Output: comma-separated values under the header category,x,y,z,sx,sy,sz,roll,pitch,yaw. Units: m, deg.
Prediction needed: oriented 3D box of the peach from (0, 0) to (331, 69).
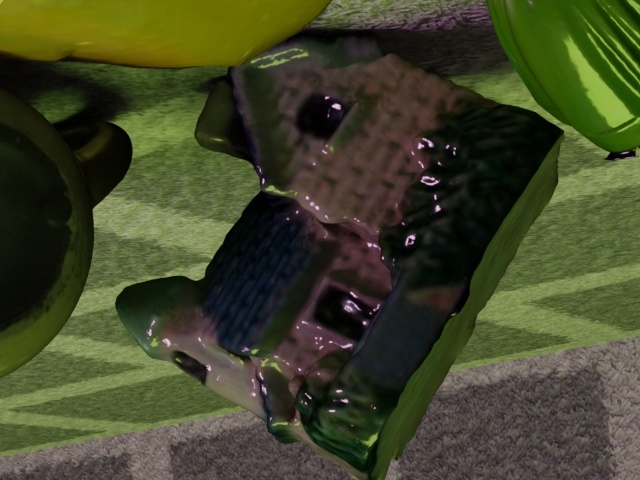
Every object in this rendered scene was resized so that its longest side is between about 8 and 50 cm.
category,x,y,z,sx,sy,sz,roll,pitch,yaw
peach,-0.049,-0.212,0.519,0.306,0.242,0.380,-22,164,-35

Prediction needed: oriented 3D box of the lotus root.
category,x,y,z,sx,sy,sz,roll,pitch,yaw
lotus root,0.161,-0.166,0.991,0.186,0.186,0.186,-5,166,-1

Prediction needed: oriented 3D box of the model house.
category,x,y,z,sx,sy,sz,roll,pitch,yaw
model house,0.001,0.000,1.303,0.284,0.298,0.243,29,171,15

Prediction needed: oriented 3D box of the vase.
category,x,y,z,sx,sy,sz,roll,pitch,yaw
vase,-0.294,-0.020,1.319,0.329,0.240,0.302,-28,-166,-34
